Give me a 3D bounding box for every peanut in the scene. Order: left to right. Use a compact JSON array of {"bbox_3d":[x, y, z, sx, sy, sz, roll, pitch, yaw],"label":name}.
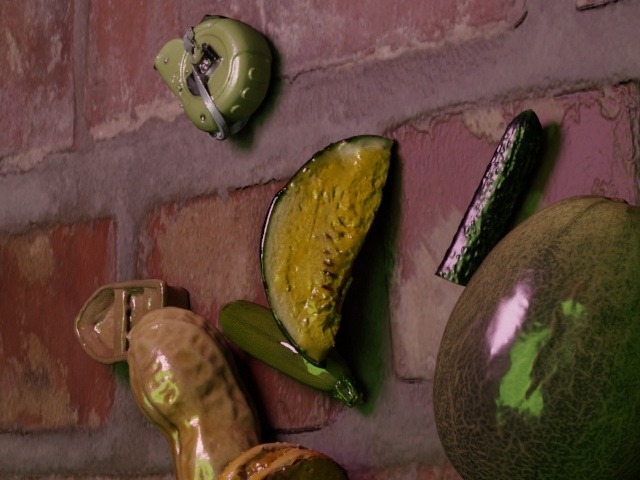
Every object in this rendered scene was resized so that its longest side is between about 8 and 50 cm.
[{"bbox_3d":[-0.155,0.223,1.690,0.147,0.147,0.305,-37,72,30],"label":"peanut"}]

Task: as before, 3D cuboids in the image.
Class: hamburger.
[{"bbox_3d":[-0.049,0.336,1.573,0.118,0.182,0.190,6,95,57],"label":"hamburger"}]

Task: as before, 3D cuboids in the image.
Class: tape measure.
[{"bbox_3d":[-0.139,-0.227,1.798,0.154,0.087,0.177,-47,58,24],"label":"tape measure"}]

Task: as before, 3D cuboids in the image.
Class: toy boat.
[{"bbox_3d":[-0.265,0.117,1.865,0.188,0.061,0.116,-7,79,39],"label":"toy boat"}]

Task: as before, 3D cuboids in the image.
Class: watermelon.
[{"bbox_3d":[0.000,0.000,1.618,0.129,0.123,0.301,15,77,19],"label":"watermelon"}]

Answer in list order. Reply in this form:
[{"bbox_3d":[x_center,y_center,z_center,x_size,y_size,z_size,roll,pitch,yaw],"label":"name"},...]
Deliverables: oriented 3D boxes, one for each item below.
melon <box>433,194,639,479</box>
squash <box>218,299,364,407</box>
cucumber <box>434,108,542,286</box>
[{"bbox_3d":[0.244,0.115,1.314,0.249,0.249,0.329,24,92,40],"label":"melon"},{"bbox_3d":[-0.042,0.133,1.669,0.252,0.066,0.066,25,99,39],"label":"squash"},{"bbox_3d":[0.197,-0.048,1.501,0.052,0.058,0.214,31,100,46],"label":"cucumber"}]
